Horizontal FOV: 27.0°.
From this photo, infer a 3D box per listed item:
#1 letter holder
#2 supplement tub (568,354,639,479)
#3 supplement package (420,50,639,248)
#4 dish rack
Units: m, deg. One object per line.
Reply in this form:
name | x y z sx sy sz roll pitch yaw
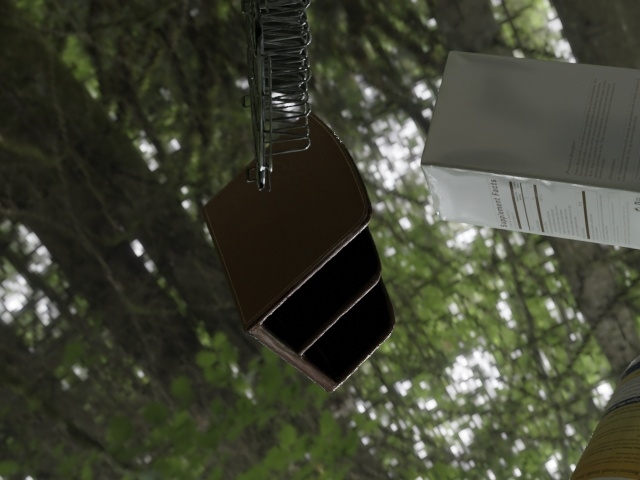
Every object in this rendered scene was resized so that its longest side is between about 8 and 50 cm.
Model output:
letter holder | 0.000 0.000 1.660 0.214 0.152 0.302 -44 -149 11
supplement tub | 0.386 0.292 1.457 0.228 0.228 0.316 4 -139 37
supplement package | 0.300 -0.118 1.743 0.292 0.175 0.178 9 -112 18
dish rack | -0.043 -0.186 1.295 0.074 0.208 0.271 -3 -146 -3
